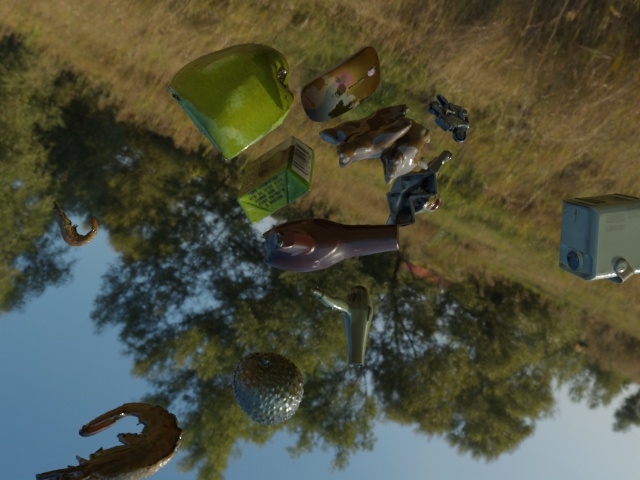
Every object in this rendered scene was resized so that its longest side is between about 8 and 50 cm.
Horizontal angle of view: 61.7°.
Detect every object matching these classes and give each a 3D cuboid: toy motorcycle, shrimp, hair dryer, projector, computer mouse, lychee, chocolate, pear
[{"bbox_3d":[0.480,-0.452,1.953,0.193,0.124,0.061,48,160,1],"label":"toy motorcycle"},{"bbox_3d":[-0.386,0.378,0.997,0.254,0.058,0.173,-7,-139,-19],"label":"shrimp"},{"bbox_3d":[-0.605,-0.048,1.314,0.127,0.091,0.025,61,168,-14],"label":"shrimp"},{"bbox_3d":[0.068,0.227,1.411,0.088,0.218,0.225,-22,163,36],"label":"hair dryer"},{"bbox_3d":[0.769,-0.001,1.463,0.178,0.242,0.163,-8,-163,-9],"label":"projector"},{"bbox_3d":[0.075,-0.499,1.713,0.072,0.310,0.158,40,159,44],"label":"computer mouse"},{"bbox_3d":[0.000,0.000,1.108,0.313,0.123,0.340,-6,176,11],"label":"hair dryer"},{"bbox_3d":[-0.185,0.510,1.852,0.256,0.274,0.255,7,-149,-4],"label":"lychee"},{"bbox_3d":[-0.177,-0.246,2.108,0.137,0.289,0.300,47,-153,-28],"label":"chocolate"},{"bbox_3d":[-0.225,-0.408,1.447,0.238,0.318,0.342,59,172,-33],"label":"pear"}]

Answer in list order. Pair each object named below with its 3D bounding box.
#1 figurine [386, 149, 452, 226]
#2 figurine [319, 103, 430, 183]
[{"bbox_3d":[0.327,-0.159,1.834,0.167,0.343,0.285,58,-163,2],"label":"figurine"},{"bbox_3d":[0.154,-0.230,1.371,0.177,0.247,0.173,58,171,48],"label":"figurine"}]
